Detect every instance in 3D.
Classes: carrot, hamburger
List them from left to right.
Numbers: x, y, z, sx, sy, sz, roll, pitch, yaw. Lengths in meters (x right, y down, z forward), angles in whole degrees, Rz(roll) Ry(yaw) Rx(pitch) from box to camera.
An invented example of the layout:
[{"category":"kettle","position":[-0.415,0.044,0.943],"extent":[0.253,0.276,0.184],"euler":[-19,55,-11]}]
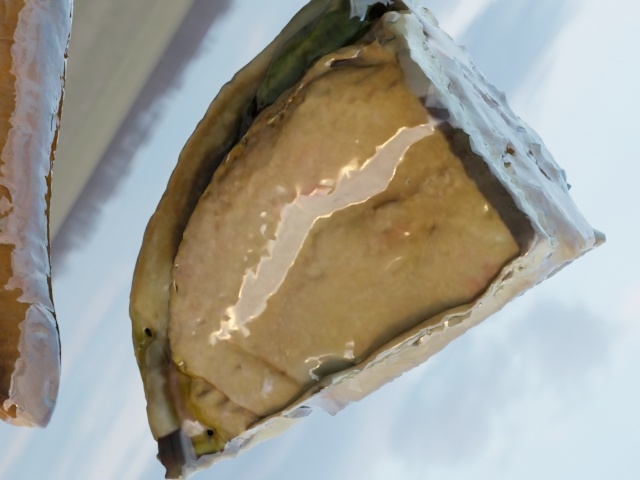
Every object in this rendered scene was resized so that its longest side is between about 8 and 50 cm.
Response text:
[{"category":"carrot","position":[-0.087,-0.038,0.515],"extent":[0.047,0.047,0.191],"euler":[128,-36,-49]},{"category":"hamburger","position":[0.000,0.000,0.821],"extent":[0.207,0.155,0.135],"euler":[-42,170,20]}]
